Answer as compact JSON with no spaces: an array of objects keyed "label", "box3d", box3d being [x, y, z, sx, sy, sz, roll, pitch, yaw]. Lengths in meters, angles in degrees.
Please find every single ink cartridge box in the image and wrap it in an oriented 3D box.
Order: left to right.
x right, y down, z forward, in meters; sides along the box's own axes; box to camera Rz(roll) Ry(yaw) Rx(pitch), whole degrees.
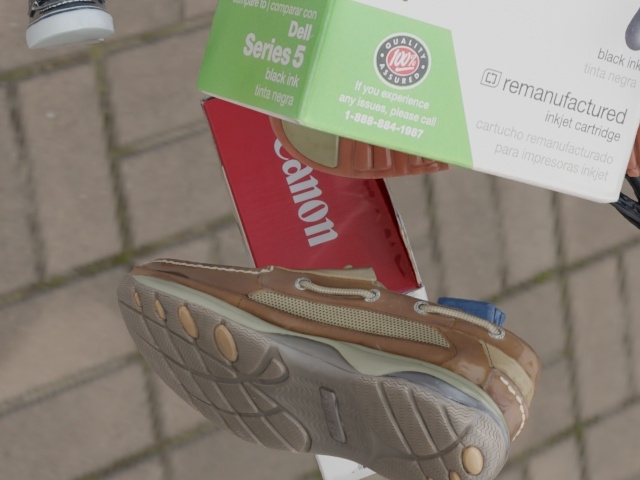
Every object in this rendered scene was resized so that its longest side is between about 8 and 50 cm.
[{"label":"ink cartridge box","box3d":[0.000,0.000,1.698,0.130,0.309,0.272,-18,134,-2]},{"label":"ink cartridge box","box3d":[0.078,-0.176,0.981,0.198,0.115,0.273,12,96,-32]}]

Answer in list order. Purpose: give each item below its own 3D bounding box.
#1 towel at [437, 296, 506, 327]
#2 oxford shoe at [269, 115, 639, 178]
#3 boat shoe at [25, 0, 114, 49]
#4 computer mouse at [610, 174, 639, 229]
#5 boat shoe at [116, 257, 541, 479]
[{"label":"towel","box3d":[0.124,0.112,1.799,0.029,0.067,0.119,23,78,-59]},{"label":"oxford shoe","box3d":[0.166,-0.138,1.384,0.146,0.397,0.140,-79,166,-48]},{"label":"boat shoe","box3d":[-0.196,-0.189,1.501,0.065,0.183,0.083,-10,95,-8]},{"label":"computer mouse","box3d":[0.363,-0.088,1.718,0.262,0.184,0.060,-48,163,2]},{"label":"boat shoe","box3d":[0.005,0.077,1.377,0.116,0.324,0.123,-46,143,-37]}]
